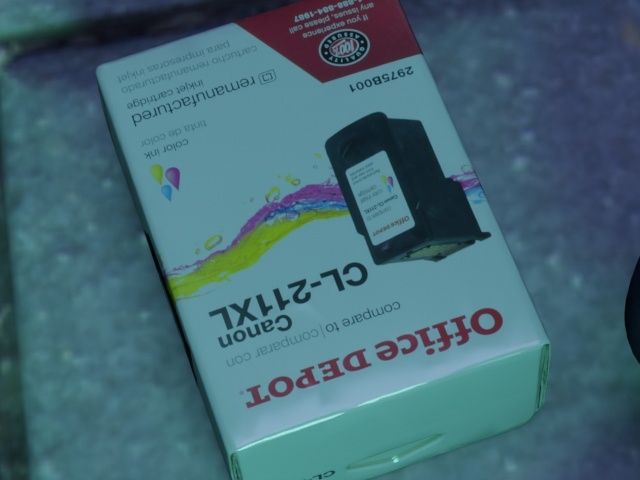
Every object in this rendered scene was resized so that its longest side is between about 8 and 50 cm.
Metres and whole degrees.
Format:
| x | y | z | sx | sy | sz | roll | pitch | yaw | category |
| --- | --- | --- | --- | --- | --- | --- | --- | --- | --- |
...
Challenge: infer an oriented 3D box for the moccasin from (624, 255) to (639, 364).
| x | y | z | sx | sy | sz | roll | pitch | yaw | category |
| --- | --- | --- | --- | --- | --- | --- | --- | --- | --- |
| 0.253 | -0.033 | 0.700 | 0.342 | 0.117 | 0.137 | -33 | 77 | -17 | moccasin |

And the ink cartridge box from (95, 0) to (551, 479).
| x | y | z | sx | sy | sz | roll | pitch | yaw | category |
| --- | --- | --- | --- | --- | --- | --- | --- | --- | --- |
| 0.000 | 0.000 | 0.715 | 0.127 | 0.072 | 0.175 | -19 | 64 | -7 | ink cartridge box |
